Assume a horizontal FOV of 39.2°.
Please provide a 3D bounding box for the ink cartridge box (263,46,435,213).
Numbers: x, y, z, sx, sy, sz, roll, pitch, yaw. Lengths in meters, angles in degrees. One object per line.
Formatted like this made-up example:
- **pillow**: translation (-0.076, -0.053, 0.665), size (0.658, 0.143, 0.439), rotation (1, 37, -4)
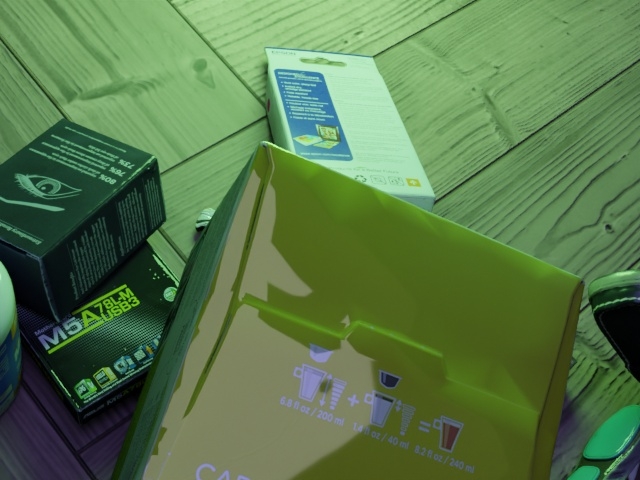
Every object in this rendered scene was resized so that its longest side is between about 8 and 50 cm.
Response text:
- **ink cartridge box**: translation (0.024, -0.151, 1.238), size (0.175, 0.069, 0.371), rotation (2, 41, -14)

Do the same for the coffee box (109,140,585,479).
- **coffee box**: translation (0.004, 0.167, 0.879), size (0.337, 0.334, 0.338), rotation (22, 67, -11)

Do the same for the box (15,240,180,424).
- **box**: translation (-0.249, 0.094, 1.057), size (0.190, 0.045, 0.184), rotation (-29, 65, -27)

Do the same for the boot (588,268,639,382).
- **boot**: translation (0.441, 0.230, 1.062), size (0.377, 0.138, 0.284), rotation (40, 50, -31)

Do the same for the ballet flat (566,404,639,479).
- **ballet flat**: translation (0.353, 0.295, 1.119), size (0.213, 0.072, 0.068), rotation (-40, 104, -30)

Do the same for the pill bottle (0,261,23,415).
- **pill bottle**: translation (-0.383, 0.086, 0.903), size (0.152, 0.272, 0.152), rotation (7, 59, -12)

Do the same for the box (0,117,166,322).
- **box**: translation (-0.305, -0.029, 1.053), size (0.153, 0.108, 0.207), rotation (23, 49, 22)

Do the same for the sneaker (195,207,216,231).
- **sneaker**: translation (-0.126, -0.008, 1.176), size (0.083, 0.032, 0.037), rotation (30, 69, 10)

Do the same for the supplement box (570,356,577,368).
- **supplement box**: translation (0.284, 0.175, 1.166), size (0.083, 0.055, 0.043), rotation (-37, 77, -29)
